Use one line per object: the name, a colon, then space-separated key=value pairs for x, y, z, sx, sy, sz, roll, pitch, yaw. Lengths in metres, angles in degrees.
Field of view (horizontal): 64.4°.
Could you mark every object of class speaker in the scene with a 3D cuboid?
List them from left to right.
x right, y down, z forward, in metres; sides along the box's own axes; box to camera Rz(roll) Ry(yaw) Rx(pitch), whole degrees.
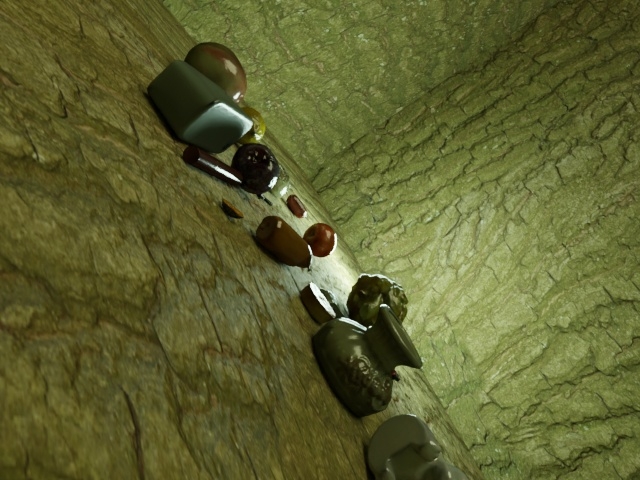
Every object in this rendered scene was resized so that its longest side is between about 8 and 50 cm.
speaker: x=-0.382 y=-0.423 z=1.650 sx=0.184 sy=0.183 sz=0.406 roll=51 pitch=8 yaw=3

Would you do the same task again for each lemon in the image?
lemon: x=-0.344 y=-0.534 z=2.366 sx=0.180 sy=0.181 sz=0.193 roll=47 pitch=33 yaw=-50

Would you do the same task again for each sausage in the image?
sausage: x=-0.108 y=0.022 z=1.733 sx=0.328 sy=0.112 sz=0.112 roll=46 pitch=13 yaw=-55
sausage: x=-0.123 y=-0.174 z=2.629 sx=0.141 sy=0.076 sz=0.076 roll=53 pitch=8 yaw=-10

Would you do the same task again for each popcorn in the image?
popcorn: x=0.262 y=0.305 z=2.309 sx=0.335 sy=0.279 sz=0.274 roll=46 pitch=-23 yaw=51

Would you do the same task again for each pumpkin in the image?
pumpkin: x=-0.267 y=-0.089 z=1.514 sx=0.083 sy=0.028 sz=0.050 roll=47 pitch=10 yaw=-4

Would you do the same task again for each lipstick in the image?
lipstick: x=-0.330 y=-0.230 z=1.606 sx=0.057 sy=0.057 sz=0.357 roll=58 pitch=7 yaw=10

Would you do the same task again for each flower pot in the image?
flower pot: x=0.148 y=0.341 z=1.512 sx=0.307 sy=0.244 sz=0.307 roll=53 pitch=8 yaw=-11

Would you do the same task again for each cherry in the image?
cherry: x=-0.238 y=-0.257 z=1.872 sx=0.195 sy=0.195 sz=0.195 roll=55 pitch=8 yaw=-11

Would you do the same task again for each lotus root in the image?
lotus root: x=0.031 y=0.231 z=1.883 sx=0.143 sy=0.070 sz=0.144 roll=49 pitch=10 yaw=-45

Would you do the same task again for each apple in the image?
apple: x=0.000 y=0.000 z=2.344 sx=0.139 sy=0.163 sz=0.163 roll=36 pitch=18 yaw=-36

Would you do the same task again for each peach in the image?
peach: x=-0.442 y=-0.700 z=2.151 sx=0.292 sy=0.247 sz=0.292 roll=33 pitch=6 yaw=-4

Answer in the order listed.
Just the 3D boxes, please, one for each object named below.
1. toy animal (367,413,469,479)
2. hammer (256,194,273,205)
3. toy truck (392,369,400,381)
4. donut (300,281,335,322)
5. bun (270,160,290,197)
toy animal: x=0.284 y=0.635 z=1.325 sx=0.367 sy=0.196 sz=0.241 roll=54 pitch=6 yaw=-2
hammer: x=-0.236 y=-0.176 z=2.131 sx=0.065 sy=0.021 sz=0.178 roll=60 pitch=6 yaw=23
toy truck: x=0.191 y=0.462 z=1.776 sx=0.114 sy=0.108 sz=0.253 roll=60 pitch=9 yaw=23
donut: x=-0.012 y=0.216 z=1.728 sx=0.151 sy=0.058 sz=0.152 roll=55 pitch=7 yaw=-10
bun: x=-0.217 y=-0.313 z=2.447 sx=0.210 sy=0.116 sz=0.237 roll=52 pitch=7 yaw=-23
